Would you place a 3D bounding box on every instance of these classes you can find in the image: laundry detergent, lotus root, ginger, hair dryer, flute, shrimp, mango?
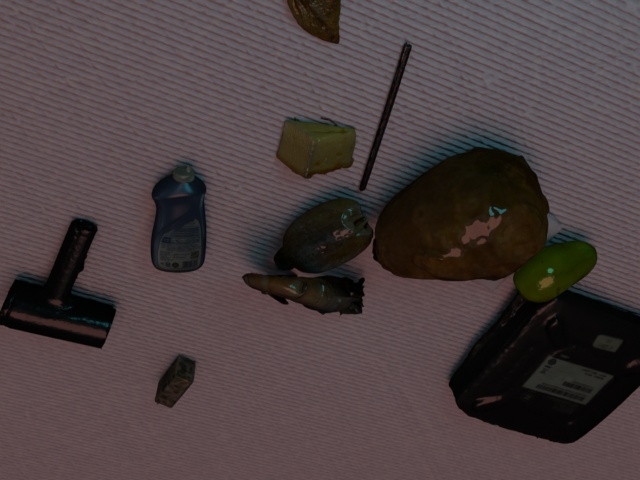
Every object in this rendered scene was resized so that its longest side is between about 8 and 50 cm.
[{"bbox_3d":[-0.238,-0.040,1.303,0.096,0.061,0.206,7,126,-6],"label":"laundry detergent"},{"bbox_3d":[0.000,0.000,1.323,0.192,0.088,0.113,-28,106,21],"label":"lotus root"},{"bbox_3d":[0.232,-0.041,1.240,0.269,0.201,0.223,7,128,-8],"label":"ginger"},{"bbox_3d":[-0.449,0.073,1.371,0.197,0.089,0.251,19,118,-16],"label":"hair dryer"},{"bbox_3d":[0.102,-0.192,1.235,0.014,0.014,0.270,9,126,-10],"label":"flute"},{"bbox_3d":[-0.035,0.092,1.363,0.178,0.289,0.075,9,92,31],"label":"shrimp"},{"bbox_3d":[0.418,0.058,1.375,0.163,0.089,0.117,-12,149,-30],"label":"mango"}]

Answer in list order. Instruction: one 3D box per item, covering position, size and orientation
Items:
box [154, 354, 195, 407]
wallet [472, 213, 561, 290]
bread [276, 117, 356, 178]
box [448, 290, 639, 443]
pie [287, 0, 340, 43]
[{"bbox_3d":[-0.292,0.285,1.547,0.045,0.062,0.098,26,120,-20],"label":"box"},{"bbox_3d":[0.341,0.013,1.392,0.095,0.033,0.190,33,119,-23],"label":"wallet"},{"bbox_3d":[-0.001,-0.160,1.253,0.109,0.080,0.084,-18,136,-35],"label":"bread"},{"bbox_3d":[0.480,0.258,1.551,0.359,0.091,0.350,19,124,-19],"label":"box"},{"bbox_3d":[-0.002,-0.360,1.090,0.091,0.034,0.170,6,133,-10],"label":"pie"}]
